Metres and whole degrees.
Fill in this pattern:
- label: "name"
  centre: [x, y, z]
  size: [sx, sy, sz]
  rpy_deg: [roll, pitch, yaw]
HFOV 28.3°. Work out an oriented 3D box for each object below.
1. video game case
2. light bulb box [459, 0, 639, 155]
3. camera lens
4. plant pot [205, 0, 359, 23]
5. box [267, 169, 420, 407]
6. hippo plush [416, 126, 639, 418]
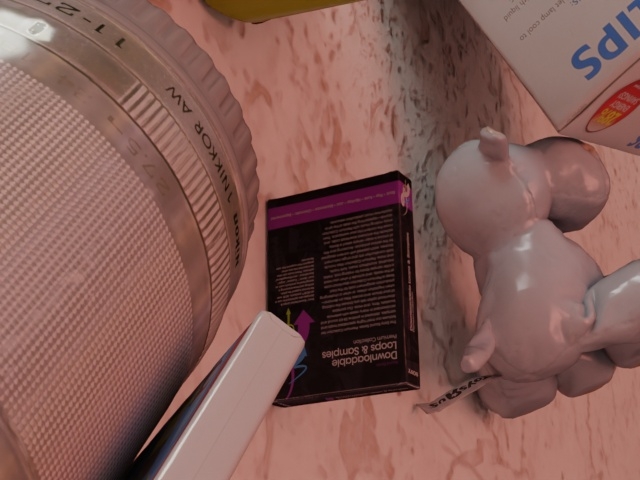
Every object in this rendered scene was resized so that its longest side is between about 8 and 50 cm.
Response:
- label: "video game case"
  centre: [-0.118, 0.171, 0.512]
  size: [0.025, 0.285, 0.204]
  rpy_deg: [37, 38, -4]
- label: "light bulb box"
  centre: [0.276, -0.296, 1.284]
  size: [0.361, 0.225, 0.358]
  rpy_deg: [56, 24, 19]
- label: "camera lens"
  centre: [-0.165, 0.027, 0.517]
  size: [0.219, 0.219, 0.274]
  rpy_deg: [64, 32, -23]
- label: "plant pot"
  centre: [0.009, -0.297, 0.955]
  size: [0.228, 0.227, 0.207]
  rpy_deg: [-55, 132, -54]
- label: "box"
  centre: [0.015, 0.037, 0.937]
  size: [0.029, 0.116, 0.162]
  rpy_deg: [31, 54, -54]
- label: "hippo plush"
  centre: [0.187, 0.027, 1.215]
  size: [0.294, 0.234, 0.236]
  rpy_deg: [-12, 67, -21]
